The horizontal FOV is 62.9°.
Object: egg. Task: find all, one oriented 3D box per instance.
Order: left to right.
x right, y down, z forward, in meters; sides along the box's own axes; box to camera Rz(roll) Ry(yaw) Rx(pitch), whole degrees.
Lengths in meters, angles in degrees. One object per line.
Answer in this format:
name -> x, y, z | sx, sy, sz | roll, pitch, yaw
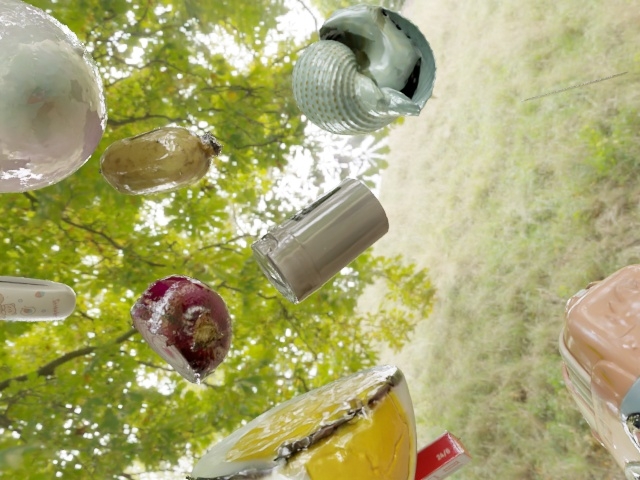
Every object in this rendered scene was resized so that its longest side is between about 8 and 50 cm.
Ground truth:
egg -> -0.544, -0.247, 0.919 | 0.355, 0.340, 0.354 | -16, -65, -40
egg -> 0.001, 0.321, 0.715 | 0.200, 0.337, 0.337 | 68, -162, 6

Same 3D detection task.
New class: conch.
conch -> 0.105, -0.374, 1.232 | 0.302, 0.319, 0.215 | -58, -8, -6

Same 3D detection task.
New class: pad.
pad -> 0.489, -0.295, 1.006 | 0.266, 0.176, 0.002 | -28, -75, -59

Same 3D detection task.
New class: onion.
onion -> -0.258, 0.146, 0.941 | 0.195, 0.218, 0.139 | 52, -121, -31

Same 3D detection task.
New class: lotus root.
lotus root -> -0.354, -0.177, 1.170 | 0.160, 0.284, 0.146 | -82, -25, -67

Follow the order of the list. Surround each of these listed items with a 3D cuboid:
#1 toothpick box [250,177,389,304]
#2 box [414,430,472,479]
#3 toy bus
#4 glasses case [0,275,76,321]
toothpick box -> 0.000, 0.000, 0.769 | 0.181, 0.111, 0.111 | -37, -40, -18
box -> 0.167, 0.440, 0.965 | 0.050, 0.229, 0.123 | 57, -176, 36
toy bus -> 0.386, 0.159, 0.602 | 0.194, 0.232, 0.287 | -37, -50, -7
glasses case -> -0.552, 0.105, 0.942 | 0.204, 0.051, 0.081 | 9, -60, -34
